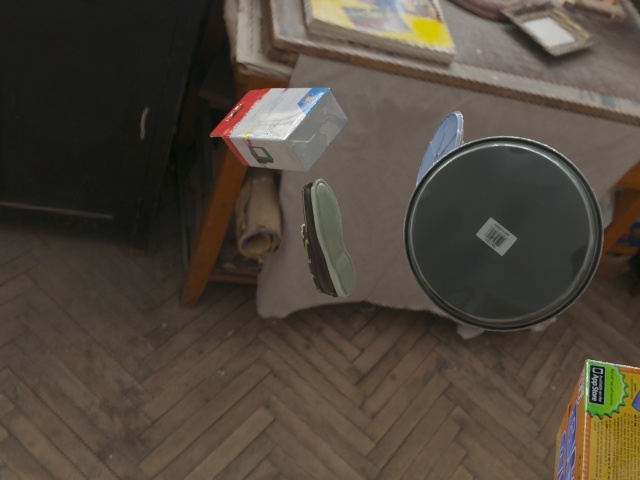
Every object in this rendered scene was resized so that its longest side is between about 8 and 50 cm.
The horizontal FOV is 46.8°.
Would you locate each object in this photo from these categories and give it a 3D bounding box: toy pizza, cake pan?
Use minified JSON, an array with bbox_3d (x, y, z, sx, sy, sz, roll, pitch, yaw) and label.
[{"bbox_3d":[0.236,-0.150,1.426,0.032,0.201,0.201,18,46,-9],"label":"toy pizza"},{"bbox_3d":[0.262,-0.010,1.088,0.293,0.293,0.054,41,11,13],"label":"cake pan"}]

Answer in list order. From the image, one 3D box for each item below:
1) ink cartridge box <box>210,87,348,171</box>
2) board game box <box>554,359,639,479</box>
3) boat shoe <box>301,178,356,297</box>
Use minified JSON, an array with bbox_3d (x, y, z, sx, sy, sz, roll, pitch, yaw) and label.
[{"bbox_3d":[-0.079,-0.202,1.327,0.231,0.078,0.134,12,57,48],"label":"ink cartridge box"},{"bbox_3d":[0.604,0.471,1.279,0.356,0.356,0.357,8,54,13],"label":"board game box"},{"bbox_3d":[0.000,0.000,1.300,0.068,0.228,0.081,1,29,32],"label":"boat shoe"}]
